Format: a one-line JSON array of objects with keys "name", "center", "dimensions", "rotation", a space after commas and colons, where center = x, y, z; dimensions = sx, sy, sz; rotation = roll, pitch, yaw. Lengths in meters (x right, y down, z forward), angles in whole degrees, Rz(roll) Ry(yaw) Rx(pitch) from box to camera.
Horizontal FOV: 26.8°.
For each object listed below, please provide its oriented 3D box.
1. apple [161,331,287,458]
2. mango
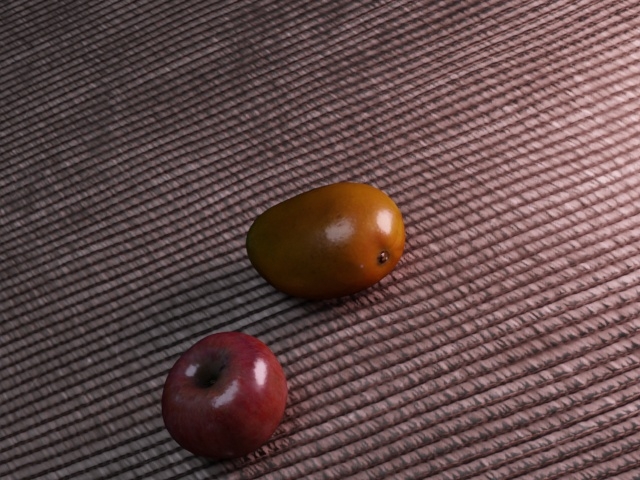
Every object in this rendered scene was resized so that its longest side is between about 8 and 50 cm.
[{"name": "apple", "center": [-0.111, 0.185, 1.578], "dimensions": [0.153, 0.120, 0.153], "rotation": [-18, 47, 21]}, {"name": "mango", "center": [0.001, 0.004, 1.675], "dimensions": [0.221, 0.120, 0.151], "rotation": [-12, 45, 27]}]
